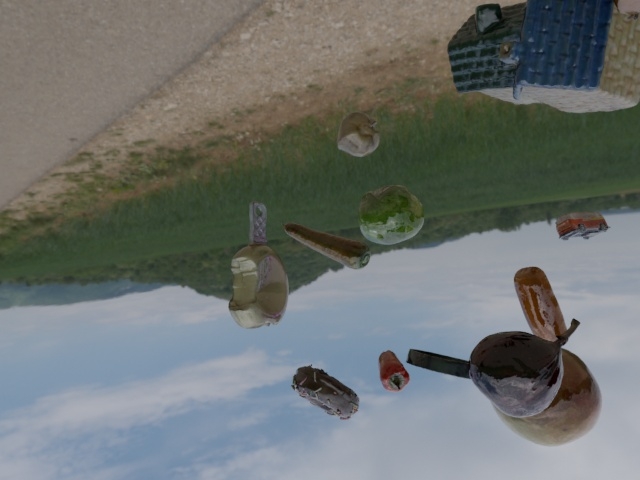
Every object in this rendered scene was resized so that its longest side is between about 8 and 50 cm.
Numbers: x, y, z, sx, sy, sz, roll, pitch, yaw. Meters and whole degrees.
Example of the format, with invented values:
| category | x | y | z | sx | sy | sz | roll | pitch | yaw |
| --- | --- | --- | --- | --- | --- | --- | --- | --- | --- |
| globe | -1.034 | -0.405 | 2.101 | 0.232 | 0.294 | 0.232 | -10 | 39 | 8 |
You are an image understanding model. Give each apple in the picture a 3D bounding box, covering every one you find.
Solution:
| category | x | y | z | sx | sy | sz | roll | pitch | yaw |
| --- | --- | --- | --- | --- | --- | --- | --- | --- | --- |
| apple | 0.679 | 0.468 | 1.471 | 0.319 | 0.319 | 0.277 | -7 | 164 | 41 |

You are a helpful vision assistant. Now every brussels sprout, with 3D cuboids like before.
| category | x | y | z | sx | sy | sz | roll | pitch | yaw |
| --- | --- | --- | --- | --- | --- | --- | --- | --- | --- |
| brussels sprout | 0.234 | -0.089 | 1.631 | 0.244 | 0.244 | 0.244 | -7 | 180 | 0 |

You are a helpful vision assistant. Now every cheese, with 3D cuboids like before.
| category | x | y | z | sx | sy | sz | roll | pitch | yaw |
| --- | --- | --- | --- | --- | --- | --- | --- | --- | --- |
| cheese | -0.141 | 0.052 | 1.067 | 0.082 | 0.286 | 0.163 | -9 | 170 | 29 |

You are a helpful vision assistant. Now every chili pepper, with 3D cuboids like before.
| category | x | y | z | sx | sy | sz | roll | pitch | yaw |
| --- | --- | --- | --- | --- | --- | --- | --- | --- | --- |
| chili pepper | 0.205 | 0.380 | 1.334 | 0.084 | 0.086 | 0.192 | -50 | -175 | 7 |

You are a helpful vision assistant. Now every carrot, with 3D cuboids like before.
| category | x | y | z | sx | sy | sz | roll | pitch | yaw |
| --- | --- | --- | --- | --- | --- | --- | --- | --- | --- |
| carrot | 0.000 | 0.000 | 1.297 | 0.298 | 0.078 | 0.078 | 23 | -164 | 28 |

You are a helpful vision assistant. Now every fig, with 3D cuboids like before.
| category | x | y | z | sx | sy | sz | roll | pitch | yaw |
| --- | --- | --- | --- | --- | --- | --- | --- | --- | --- |
| fig | 0.469 | 0.277 | 1.066 | 0.204 | 0.186 | 0.249 | 35 | 121 | -27 |

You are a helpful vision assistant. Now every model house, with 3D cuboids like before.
| category | x | y | z | sx | sy | sz | roll | pitch | yaw |
| --- | --- | --- | --- | --- | --- | --- | --- | --- | --- |
| model house | 0.602 | -0.575 | 1.319 | 0.400 | 0.394 | 0.445 | 0 | -169 | -29 |

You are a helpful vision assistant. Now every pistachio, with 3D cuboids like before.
| category | x | y | z | sx | sy | sz | roll | pitch | yaw |
| --- | --- | --- | --- | --- | --- | --- | --- | --- | --- |
| pistachio | 0.090 | -0.249 | 1.143 | 0.113 | 0.113 | 0.149 | -7 | 177 | 0 |

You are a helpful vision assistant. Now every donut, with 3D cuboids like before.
| category | x | y | z | sx | sy | sz | roll | pitch | yaw |
| --- | --- | --- | --- | --- | --- | --- | --- | --- | --- |
| donut | 0.014 | 0.544 | 1.698 | 0.270 | 0.270 | 0.103 | -7 | -136 | 56 |

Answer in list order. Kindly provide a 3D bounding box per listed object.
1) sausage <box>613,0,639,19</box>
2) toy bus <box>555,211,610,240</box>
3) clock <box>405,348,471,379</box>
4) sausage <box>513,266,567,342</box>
| category | x | y | z | sx | sy | sz | roll | pitch | yaw |
| --- | --- | --- | --- | --- | --- | --- | --- | --- | --- |
| sausage | 0.643 | -0.626 | 1.013 | 0.117 | 0.317 | 0.125 | -17 | 152 | 22 |
| toy bus | 0.814 | -0.047 | 1.490 | 0.174 | 0.077 | 0.079 | -2 | 159 | -25 |
| clock | 0.353 | 0.352 | 1.359 | 0.215 | 0.041 | 0.215 | 12 | 173 | 2 |
| sausage | 0.603 | 0.187 | 1.307 | 0.098 | 0.238 | 0.098 | -24 | -176 | 2 |
